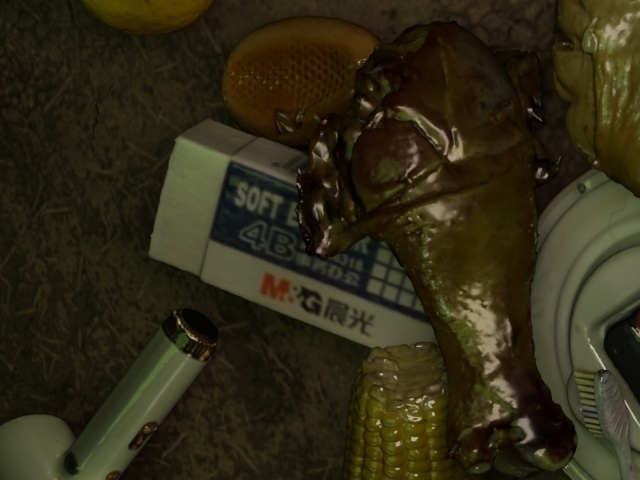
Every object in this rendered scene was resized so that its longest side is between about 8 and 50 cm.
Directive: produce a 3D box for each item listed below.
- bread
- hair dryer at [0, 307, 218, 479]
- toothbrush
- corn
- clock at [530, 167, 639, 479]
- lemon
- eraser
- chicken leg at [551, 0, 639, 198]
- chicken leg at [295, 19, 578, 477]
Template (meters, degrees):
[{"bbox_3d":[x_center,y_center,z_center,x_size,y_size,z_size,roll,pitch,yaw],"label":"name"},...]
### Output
[{"bbox_3d":[-0.007,-0.139,1.496,0.189,0.077,0.114,1,83,39],"label":"bread"},{"bbox_3d":[-0.204,0.198,1.693,0.362,0.128,0.203,-52,52,20],"label":"hair dryer"},{"bbox_3d":[0.255,0.269,1.360,0.037,0.028,0.375,8,120,48],"label":"toothbrush"},{"bbox_3d":[0.076,0.247,1.446,0.131,0.131,0.344,21,127,33],"label":"corn"},{"bbox_3d":[0.280,0.084,1.320,0.318,0.080,0.319,9,105,35],"label":"clock"},{"bbox_3d":[-0.150,-0.277,1.520,0.170,0.170,0.207,24,115,32],"label":"lemon"},{"bbox_3d":[0.000,0.000,1.467,0.279,0.081,0.124,21,115,12],"label":"eraser"},{"bbox_3d":[0.277,-0.062,1.184,0.201,0.152,0.429,-40,52,33],"label":"chicken leg"},{"bbox_3d":[0.086,-0.001,1.317,0.211,0.140,0.361,-1,75,-1],"label":"chicken leg"}]
